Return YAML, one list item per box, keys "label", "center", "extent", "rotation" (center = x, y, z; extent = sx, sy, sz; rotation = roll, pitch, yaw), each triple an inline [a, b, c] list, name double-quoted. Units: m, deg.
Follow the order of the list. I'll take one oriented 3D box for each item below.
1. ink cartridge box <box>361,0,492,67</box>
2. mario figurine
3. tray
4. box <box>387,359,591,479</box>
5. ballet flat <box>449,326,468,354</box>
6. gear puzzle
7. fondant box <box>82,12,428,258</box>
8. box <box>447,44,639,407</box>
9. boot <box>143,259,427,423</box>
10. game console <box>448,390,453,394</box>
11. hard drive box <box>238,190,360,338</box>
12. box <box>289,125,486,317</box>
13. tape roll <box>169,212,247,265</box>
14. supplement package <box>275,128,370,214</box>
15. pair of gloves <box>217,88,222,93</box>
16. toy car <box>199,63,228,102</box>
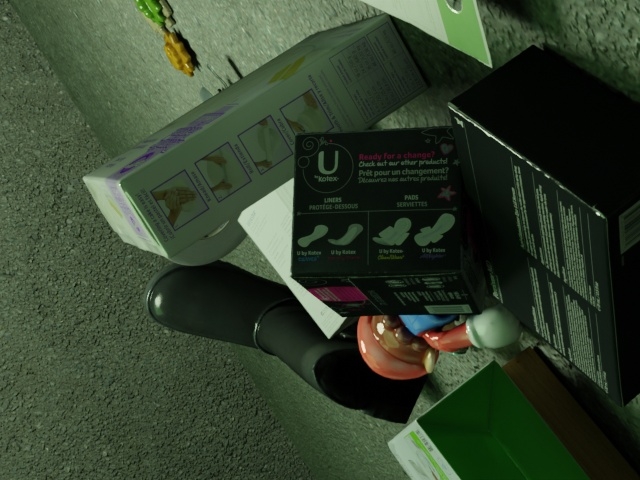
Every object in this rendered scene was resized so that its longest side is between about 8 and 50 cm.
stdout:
- label: "ink cartridge box"
  center: [0.071, -0.263, 0.984]
  extent: [0.235, 0.056, 0.171]
  rotation: [36, 157, 45]
- label: "mario figurine"
  center: [0.145, 0.054, 1.429]
  extent: [0.320, 0.170, 0.198]
  rotation: [109, 161, -61]
- label: "tray"
  center: [0.347, 0.331, 1.416]
  extent: [0.411, 0.076, 0.203]
  rotation: [52, 166, 15]
- label: "box"
  center: [0.214, 0.299, 1.366]
  extent: [0.262, 0.127, 0.231]
  rotation: [52, 166, 11]
- label: "ballet flat"
  center: [0.176, 0.135, 1.618]
  extent: [0.041, 0.041, 0.114]
  rotation: [57, 166, -9]
- label: "gear puzzle"
  center: [-0.315, -0.413, 1.935]
  extent: [0.339, 0.044, 0.175]
  rotation: [57, 166, -8]
- label: "fondant box"
  center: [-0.078, -0.115, 1.251]
  extent: [0.096, 0.330, 0.238]
  rotation: [58, 165, -14]
- label: "box"
  center: [0.219, -0.009, 0.985]
  extent: [0.184, 0.103, 0.261]
  rotation: [41, 161, 39]
- label: "boot"
  center: [-0.074, 0.171, 1.987]
  extent: [0.445, 0.367, 0.146]
  rotation: [36, 114, 62]
- label: "game console"
  center: [0.232, 0.252, 1.625]
  extent: [0.122, 0.107, 0.071]
  rotation: [92, 169, -67]
- label: "hard drive box"
  center: [0.000, 0.000, 1.668]
  extent: [0.232, 0.089, 0.181]
  rotation: [52, 149, 10]
- label: "box"
  center: [0.075, -0.012, 1.142]
  extent: [0.247, 0.163, 0.142]
  rotation: [44, -135, -73]
- label: "tape roll"
  center: [-0.220, -0.067, 2.061]
  extent: [0.072, 0.219, 0.219]
  rotation: [38, 159, 48]
- label: "supplement package"
  center: [-0.001, -0.102, 1.491]
  extent: [0.105, 0.105, 0.179]
  rotation: [56, 167, 1]
- label: "pair of gloves"
  center: [-0.139, -0.214, 1.891]
  extent: [0.074, 0.010, 0.083]
  rotation: [61, 168, -29]
- label: "toy car"
  center: [-0.145, -0.172, 1.773]
  extent: [0.188, 0.149, 0.155]
  rotation: [64, 156, 13]
